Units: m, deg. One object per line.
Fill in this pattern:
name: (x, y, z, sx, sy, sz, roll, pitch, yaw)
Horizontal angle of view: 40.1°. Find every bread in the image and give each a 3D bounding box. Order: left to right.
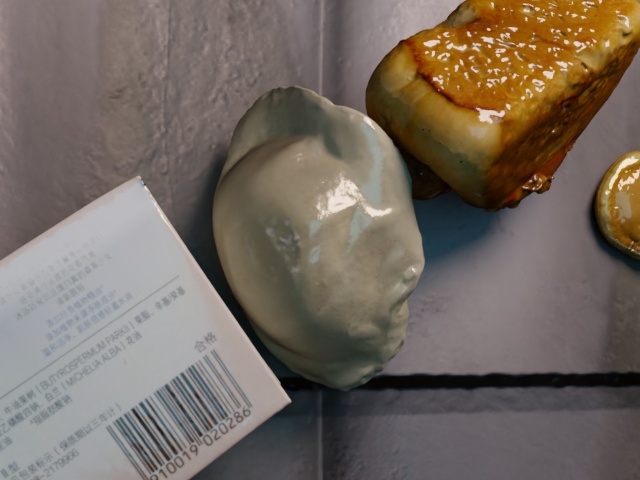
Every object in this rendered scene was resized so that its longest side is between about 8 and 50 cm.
bread: (0.313, -0.033, 0.844, 0.110, 0.024, 0.110, 1, 87, -17)

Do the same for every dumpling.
dumpling: (0.000, 0.000, 0.689, 0.132, 0.162, 0.250, -20, 97, -55)

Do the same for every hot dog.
hot dog: (0.147, -0.118, 0.732, 0.257, 0.153, 0.150, -36, 68, -29)

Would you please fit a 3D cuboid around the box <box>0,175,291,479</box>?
box: (-0.196, 0.112, 0.642, 0.274, 0.116, 0.203, -36, 98, -15)
